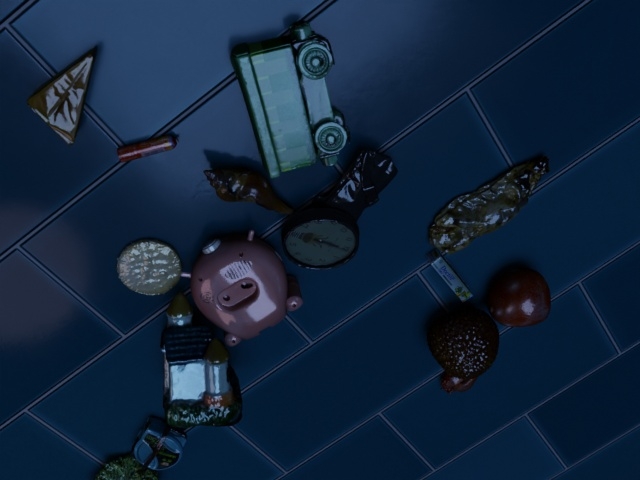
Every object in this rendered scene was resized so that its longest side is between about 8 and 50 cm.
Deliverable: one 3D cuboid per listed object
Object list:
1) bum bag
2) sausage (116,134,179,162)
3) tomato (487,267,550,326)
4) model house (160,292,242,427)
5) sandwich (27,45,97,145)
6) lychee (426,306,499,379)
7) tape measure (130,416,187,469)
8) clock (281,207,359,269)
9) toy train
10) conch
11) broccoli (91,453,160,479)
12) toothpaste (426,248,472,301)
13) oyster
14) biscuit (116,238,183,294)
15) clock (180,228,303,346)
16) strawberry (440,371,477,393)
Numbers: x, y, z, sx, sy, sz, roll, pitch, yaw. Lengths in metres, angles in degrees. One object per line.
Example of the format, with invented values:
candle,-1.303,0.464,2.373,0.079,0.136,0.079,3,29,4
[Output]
bum bag,0.070,-0.100,1.390,0.123,0.059,0.248,24,126,-30
sausage,-0.359,-0.195,1.283,0.130,0.034,0.034,-15,119,-3
tomato,0.517,0.151,1.571,0.168,0.167,0.167,-5,118,-9
model house,-0.290,0.259,1.428,0.185,0.253,0.290,-6,107,-11
sandwich,-0.465,-0.282,1.193,0.163,0.079,0.113,-35,120,6
lychee,0.375,0.263,1.586,0.195,0.194,0.194,-5,118,-9
tape measure,-0.426,0.545,1.627,0.125,0.081,0.146,27,109,-19
clock,0.000,0.000,1.414,0.185,0.040,0.184,-1,139,-1
toy train,-0.054,-0.283,1.251,0.203,0.120,0.300,-14,119,0
conch,-0.150,-0.113,1.341,0.233,0.086,0.080,13,96,-22
broccoli,-0.520,0.697,1.625,0.194,0.194,0.219,-22,113,0
toothpaste,0.331,0.090,1.560,0.034,0.046,0.164,-37,118,13
oyster,0.410,-0.086,1.475,0.345,0.078,0.128,-37,109,12
biscuit,-0.395,0.064,1.417,0.152,0.020,0.151,-5,118,-9
clock,-0.189,0.099,1.412,0.227,0.142,0.241,-30,115,5
strawberry,0.405,0.385,1.727,0.152,0.048,0.104,-39,121,13
